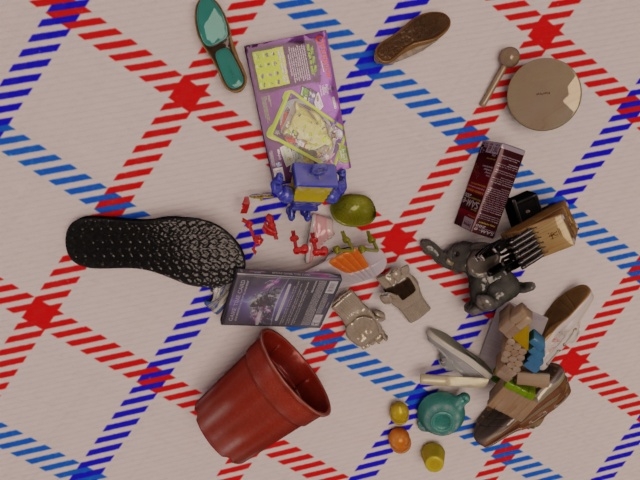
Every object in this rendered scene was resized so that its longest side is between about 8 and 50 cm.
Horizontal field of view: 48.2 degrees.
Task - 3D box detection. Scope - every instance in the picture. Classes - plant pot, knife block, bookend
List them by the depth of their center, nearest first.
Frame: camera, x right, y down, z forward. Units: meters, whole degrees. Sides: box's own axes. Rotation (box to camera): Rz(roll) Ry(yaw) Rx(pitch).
[{"bbox_3d":[-0.160,0.414,1.834,0.265,0.272,0.272,-40,106,9],"label":"plant pot"},{"bbox_3d":[0.528,0.001,1.843,0.242,0.275,0.088,-23,95,26],"label":"knife block"},{"bbox_3d":[0.598,-0.073,1.946,0.157,0.072,0.156,-23,105,-5],"label":"bookend"}]

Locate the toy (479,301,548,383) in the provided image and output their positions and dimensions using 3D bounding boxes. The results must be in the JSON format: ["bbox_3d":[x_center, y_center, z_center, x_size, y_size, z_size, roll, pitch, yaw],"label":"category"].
[{"bbox_3d":[0.536,0.292,2.011,0.136,0.056,0.237,23,105,22],"label":"toy"}]

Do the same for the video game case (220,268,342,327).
[{"bbox_3d":[-0.102,0.151,1.824,0.274,0.026,0.196,5,133,-20],"label":"video game case"}]

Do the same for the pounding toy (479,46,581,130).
[{"bbox_3d":[0.562,-0.392,1.870,0.236,0.110,0.183,25,110,15],"label":"pounding toy"}]

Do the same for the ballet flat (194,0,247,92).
[{"bbox_3d":[-0.242,-0.464,1.714,0.080,0.073,0.232,-19,98,-1],"label":"ballet flat"}]

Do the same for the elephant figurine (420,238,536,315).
[{"bbox_3d":[0.416,0.066,1.912,0.186,0.169,0.239,-23,90,-34],"label":"elephant figurine"}]

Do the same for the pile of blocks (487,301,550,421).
[{"bbox_3d":[0.537,0.309,1.907,0.148,0.113,0.362,6,121,12],"label":"pile of blocks"}]

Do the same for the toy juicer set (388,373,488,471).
[{"bbox_3d":[0.307,0.476,2.013,0.209,0.089,0.329,23,106,-1],"label":"toy juicer set"}]

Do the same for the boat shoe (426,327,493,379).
[{"bbox_3d":[0.374,0.333,1.990,0.227,0.079,0.081,37,105,-10],"label":"boat shoe"}]

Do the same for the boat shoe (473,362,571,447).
[{"bbox_3d":[0.586,0.491,2.044,0.324,0.123,0.116,-38,108,2],"label":"boat shoe"}]

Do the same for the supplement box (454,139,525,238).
[{"bbox_3d":[0.440,-0.136,1.874,0.073,0.130,0.240,16,98,-12],"label":"supplement box"}]

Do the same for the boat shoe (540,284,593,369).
[{"bbox_3d":[0.684,0.249,2.023,0.096,0.098,0.277,34,104,-15],"label":"boat shoe"}]

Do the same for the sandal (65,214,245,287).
[{"bbox_3d":[-0.400,0.007,1.783,0.445,0.107,0.168,9,102,1],"label":"sandal"}]

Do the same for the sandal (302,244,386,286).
[{"bbox_3d":[0.039,0.069,1.875,0.265,0.076,0.102,-19,116,3],"label":"sandal"}]

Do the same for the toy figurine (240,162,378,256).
[{"bbox_3d":[0.004,-0.098,1.727,0.362,0.191,0.217,2,144,-17],"label":"toy figurine"}]

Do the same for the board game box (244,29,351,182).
[{"bbox_3d":[-0.055,-0.331,1.789,0.208,0.056,0.347,-11,104,-3],"label":"board game box"}]

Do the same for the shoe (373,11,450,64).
[{"bbox_3d":[0.227,-0.507,1.800,0.219,0.058,0.077,-29,85,-7],"label":"shoe"}]

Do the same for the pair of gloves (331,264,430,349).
[{"bbox_3d":[0.167,0.185,1.914,0.240,0.042,0.204,-30,123,-2],"label":"pair of gloves"}]

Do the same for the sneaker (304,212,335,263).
[{"bbox_3d":[0.000,0.000,1.866,0.070,0.051,0.134,11,96,-7],"label":"sneaker"}]

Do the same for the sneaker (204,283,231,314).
[{"bbox_3d":[-0.255,0.125,1.850,0.058,0.052,0.135,31,95,-11],"label":"sneaker"}]
